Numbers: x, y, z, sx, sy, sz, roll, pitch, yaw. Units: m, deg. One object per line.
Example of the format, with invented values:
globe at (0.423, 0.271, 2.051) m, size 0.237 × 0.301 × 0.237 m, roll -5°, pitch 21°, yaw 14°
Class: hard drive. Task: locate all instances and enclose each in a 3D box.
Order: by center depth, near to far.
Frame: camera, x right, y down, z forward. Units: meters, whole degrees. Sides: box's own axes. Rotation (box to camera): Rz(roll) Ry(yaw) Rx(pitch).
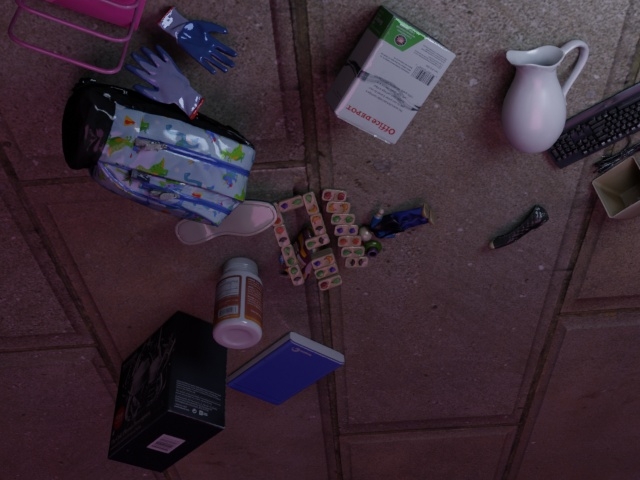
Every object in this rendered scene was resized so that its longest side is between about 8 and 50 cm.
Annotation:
hard drive at (-0.111, 0.401, 2.261) m, size 0.210 × 0.040 × 0.319 m, roll 28°, pitch 130°, yaw -30°

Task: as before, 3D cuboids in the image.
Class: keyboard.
keyboard at (0.658, -0.239, 1.588) m, size 0.317 × 0.033 × 0.201 m, roll -27°, pitch 134°, yaw 26°

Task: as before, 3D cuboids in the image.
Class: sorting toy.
sorting toy at (0.106, 0.027, 1.847) m, size 0.102 × 0.042 × 0.061 m, roll 18°, pitch 135°, yaw -22°

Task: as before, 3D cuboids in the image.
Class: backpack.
backpack at (-0.307, -0.166, 1.441) m, size 0.356 × 0.273 × 0.290 m, roll 0°, pitch -175°, yaw -27°

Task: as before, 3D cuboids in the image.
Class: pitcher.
pitcher at (0.449, -0.289, 1.463) m, size 0.178 × 0.125 × 0.207 m, roll -18°, pitch 130°, yaw -10°

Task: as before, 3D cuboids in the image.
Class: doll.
doll at (0.174, -0.042, 1.770) m, size 0.189 × 0.046 × 0.129 m, roll -18°, pitch 146°, yaw 25°

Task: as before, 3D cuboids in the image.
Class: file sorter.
file sorter at (-0.368, -0.445, 1.175) m, size 0.202 × 0.182 × 0.290 m, roll 15°, pitch 136°, yaw -19°

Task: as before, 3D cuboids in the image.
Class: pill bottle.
pill bottle at (-0.204, 0.153, 1.840) m, size 0.121 × 0.216 × 0.121 m, roll -1°, pitch 139°, yaw -1°

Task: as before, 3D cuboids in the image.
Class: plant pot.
plant pot at (0.713, -0.109, 1.689) m, size 0.096 × 0.109 × 0.109 m, roll 20°, pitch 135°, yaw -41°

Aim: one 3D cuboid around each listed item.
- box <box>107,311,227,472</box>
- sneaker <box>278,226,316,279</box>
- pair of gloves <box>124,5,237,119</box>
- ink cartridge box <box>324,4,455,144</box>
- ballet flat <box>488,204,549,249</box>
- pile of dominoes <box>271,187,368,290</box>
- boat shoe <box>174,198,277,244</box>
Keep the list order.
box at (-0.427, 0.432, 2.073) m, size 0.179 × 0.312 × 0.343 m, roll 27°, pitch 130°, yaw -29°
sneaker at (-0.060, 0.038, 1.829) m, size 0.084 × 0.069 × 0.185 m, roll -1°, pitch 138°, yaw -10°
pair of gloves at (-0.251, -0.329, 1.345) m, size 0.159 × 0.198 × 0.023 m, roll 37°, pitch 167°, yaw -15°
ink cartridge box at (0.127, -0.308, 1.388) m, size 0.153 × 0.087 × 0.208 m, roll 24°, pitch 112°, yaw -28°
ballet flat at (0.484, -0.029, 1.813) m, size 0.173 × 0.057 × 0.049 m, roll -36°, pitch 88°, yaw 31°
pile of dominoes at (0.000, 0.000, 1.740) m, size 0.196 × 0.040 × 0.251 m, roll -19°, pitch 120°, yaw -1°
boat shoe at (-0.212, -0.050, 1.702) m, size 0.255 × 0.079 × 0.095 m, roll -17°, pitch 110°, yaw 21°
